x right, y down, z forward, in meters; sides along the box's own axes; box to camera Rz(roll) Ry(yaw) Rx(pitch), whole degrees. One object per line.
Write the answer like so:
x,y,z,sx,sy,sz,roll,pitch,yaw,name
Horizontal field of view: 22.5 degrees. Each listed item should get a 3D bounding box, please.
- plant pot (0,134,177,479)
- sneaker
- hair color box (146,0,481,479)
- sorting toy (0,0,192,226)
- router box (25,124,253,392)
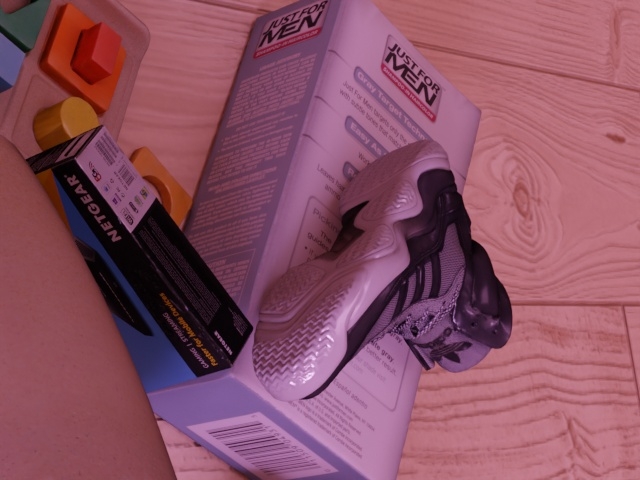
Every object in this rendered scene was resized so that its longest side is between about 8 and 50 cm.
-0.216,0.077,0.923,0.256,0.256,0.274,20,47,-44,plant pot
0.058,0.052,1.153,0.153,0.101,0.268,54,41,-19,sneaker
0.000,0.000,1.274,0.185,0.114,0.374,41,51,-34,hair color box
-0.199,-0.125,1.135,0.348,0.047,0.196,40,50,-34,sorting toy
-0.148,0.022,1.076,0.179,0.133,0.046,55,38,-21,router box
